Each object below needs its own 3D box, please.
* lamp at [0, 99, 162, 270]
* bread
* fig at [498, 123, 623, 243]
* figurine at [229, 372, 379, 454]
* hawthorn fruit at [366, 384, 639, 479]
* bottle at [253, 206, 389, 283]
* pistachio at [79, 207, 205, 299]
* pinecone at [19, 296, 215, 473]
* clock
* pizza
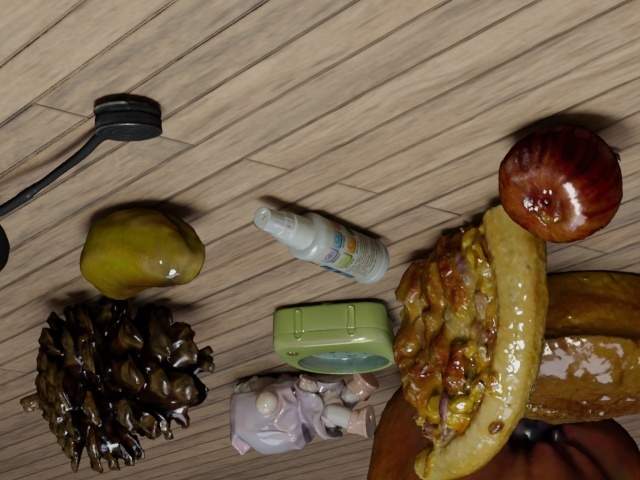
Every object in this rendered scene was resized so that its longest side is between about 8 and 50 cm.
[{"bbox_3d":[-0.282,-0.040,1.604,0.371,0.109,0.130,-16,159,38],"label":"lamp"},{"bbox_3d":[0.349,0.152,2.109,0.312,0.172,0.312,-2,157,-1],"label":"bread"},{"bbox_3d":[0.257,-0.064,1.551,0.150,0.128,0.128,-27,164,-10],"label":"fig"},{"bbox_3d":[-0.032,0.281,2.523,0.276,0.133,0.200,-9,176,27],"label":"figurine"},{"bbox_3d":[0.268,0.416,2.422,0.471,0.472,0.472,0,161,0],"label":"hawthorn fruit"},{"bbox_3d":[0.000,0.000,1.810,0.060,0.060,0.217,-13,157,34],"label":"bottle"},{"bbox_3d":[-0.211,0.010,1.782,0.110,0.100,0.189,40,150,-29],"label":"pistachio"},{"bbox_3d":[-0.283,0.184,2.108,0.257,0.243,0.243,-41,171,-18],"label":"pinecone"},{"bbox_3d":[0.035,0.149,2.236,0.170,0.069,0.232,-6,162,14],"label":"clock"},{"bbox_3d":[0.177,0.109,1.854,0.114,0.278,0.409,2,126,-25],"label":"pizza"}]
